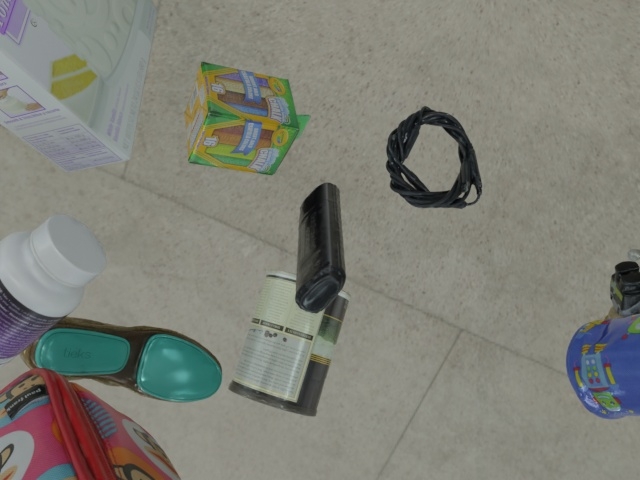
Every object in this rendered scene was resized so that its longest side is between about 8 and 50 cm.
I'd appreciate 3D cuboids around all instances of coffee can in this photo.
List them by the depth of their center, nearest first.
[{"bbox_3d":[-0.066,0.225,1.404,0.201,0.201,0.275,16,80,8],"label":"coffee can"}]

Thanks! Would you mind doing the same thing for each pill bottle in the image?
[{"bbox_3d":[-0.335,0.058,0.704,0.193,0.108,0.108,-36,101,15],"label":"pill bottle"}]

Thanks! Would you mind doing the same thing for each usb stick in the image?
[{"bbox_3d":[0.000,0.000,0.858,0.045,0.278,0.077,39,111,-18],"label":"usb stick"}]

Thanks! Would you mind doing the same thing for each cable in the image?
[{"bbox_3d":[0.177,-0.133,1.023,0.150,0.047,0.185,-6,70,-4],"label":"cable"}]

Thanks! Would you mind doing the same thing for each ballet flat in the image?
[{"bbox_3d":[-0.315,0.182,1.007,0.124,0.342,0.116,13,85,46],"label":"ballet flat"}]

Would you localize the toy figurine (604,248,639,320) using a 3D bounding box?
[{"bbox_3d":[0.582,0.082,1.009,0.209,0.213,0.148,20,143,37],"label":"toy figurine"}]

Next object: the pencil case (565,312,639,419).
[{"bbox_3d":[0.410,0.119,0.670,0.119,0.133,0.306,51,151,-1],"label":"pencil case"}]

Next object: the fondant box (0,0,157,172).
[{"bbox_3d":[-0.312,-0.257,0.659,0.096,0.238,0.330,-8,153,19],"label":"fondant box"}]

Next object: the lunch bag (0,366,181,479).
[{"bbox_3d":[-0.173,0.225,0.285,0.293,0.258,0.120,-50,123,-12],"label":"lunch bag"}]

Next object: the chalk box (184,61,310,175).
[{"bbox_3d":[-0.122,-0.210,1.136,0.213,0.132,0.132,6,143,-25],"label":"chalk box"}]
